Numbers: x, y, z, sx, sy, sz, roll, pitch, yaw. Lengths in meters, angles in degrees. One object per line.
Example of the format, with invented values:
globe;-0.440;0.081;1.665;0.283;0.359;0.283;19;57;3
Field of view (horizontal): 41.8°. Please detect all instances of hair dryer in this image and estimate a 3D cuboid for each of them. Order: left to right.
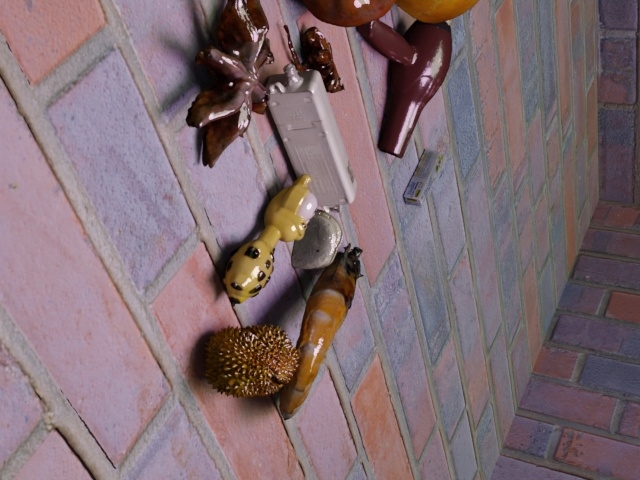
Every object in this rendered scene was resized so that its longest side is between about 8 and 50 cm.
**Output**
hair dryer;0.137;-0.364;1.768;0.340;0.123;0.312;21;91;-50

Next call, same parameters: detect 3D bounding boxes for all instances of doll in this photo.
doll;-0.084;-0.005;1.465;0.291;0.086;0.117;-57;175;-37

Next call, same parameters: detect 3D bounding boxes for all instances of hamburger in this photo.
hamburger;-0.001;0.000;1.614;0.054;0.084;0.121;14;85;-60

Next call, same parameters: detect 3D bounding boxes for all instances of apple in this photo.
apple;0.226;-0.556;1.719;0.237;0.207;0.237;53;20;-28

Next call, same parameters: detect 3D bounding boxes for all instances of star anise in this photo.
star anise;-0.134;-0.251;1.295;0.288;0.088;0.288;13;90;-75
star anise;-0.013;-0.334;1.514;0.190;0.070;0.097;53;26;-51

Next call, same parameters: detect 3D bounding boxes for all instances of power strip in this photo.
power strip;-0.015;-0.183;1.508;0.338;0.098;0.058;68;27;-45

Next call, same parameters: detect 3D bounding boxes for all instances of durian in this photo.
durian;-0.118;0.203;1.402;0.158;0.168;0.137;-22;107;-40

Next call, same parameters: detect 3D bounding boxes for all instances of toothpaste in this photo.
toothpaste;0.255;-0.157;2.068;0.164;0.046;0.034;-63;151;-29

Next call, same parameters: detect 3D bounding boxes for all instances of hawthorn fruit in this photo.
hawthorn fruit;0.059;-0.477;1.490;0.251;0.199;0.199;-67;159;-74

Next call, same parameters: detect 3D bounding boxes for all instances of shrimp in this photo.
shrimp;0.005;0.167;1.632;0.445;0.085;0.272;-66;175;-49
